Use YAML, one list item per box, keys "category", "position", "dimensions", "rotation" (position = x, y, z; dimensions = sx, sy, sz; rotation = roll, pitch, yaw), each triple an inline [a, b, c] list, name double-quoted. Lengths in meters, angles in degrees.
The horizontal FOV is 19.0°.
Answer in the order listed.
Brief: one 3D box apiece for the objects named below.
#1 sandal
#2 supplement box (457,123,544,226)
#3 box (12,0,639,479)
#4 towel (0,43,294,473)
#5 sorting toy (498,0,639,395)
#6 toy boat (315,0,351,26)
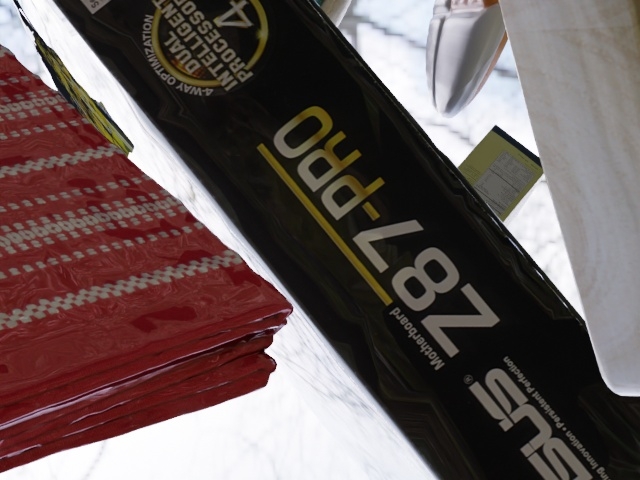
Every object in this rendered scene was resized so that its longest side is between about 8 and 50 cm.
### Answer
- category: "sandal"
  position: [0.128, -0.174, 0.925]
  dimensions: [0.076, 0.265, 0.102]
  rotation: [19, -168, -13]
- category: "supplement box"
  position: [0.125, -0.030, 1.510]
  dimensions: [0.056, 0.083, 0.083]
  rotation: [38, -123, 7]
- category: "box"
  position: [0.000, 0.000, 0.902]
  dimensions: [0.097, 0.318, 0.395]
  rotation: [-39, -100, -6]
- category: "towel"
  position: [-0.160, -0.026, 0.590]
  dimensions: [0.275, 0.031, 0.199]
  rotation: [41, -145, 26]
- category: "sorting toy"
  position: [0.107, -0.145, 0.363]
  dimensions: [0.089, 0.255, 0.257]
  rotation: [1, -142, 28]
- category: "toy boat"
  position: [-0.101, -0.146, 1.540]
  dimensions: [0.268, 0.148, 0.318]
  rotation: [-10, -109, 26]
